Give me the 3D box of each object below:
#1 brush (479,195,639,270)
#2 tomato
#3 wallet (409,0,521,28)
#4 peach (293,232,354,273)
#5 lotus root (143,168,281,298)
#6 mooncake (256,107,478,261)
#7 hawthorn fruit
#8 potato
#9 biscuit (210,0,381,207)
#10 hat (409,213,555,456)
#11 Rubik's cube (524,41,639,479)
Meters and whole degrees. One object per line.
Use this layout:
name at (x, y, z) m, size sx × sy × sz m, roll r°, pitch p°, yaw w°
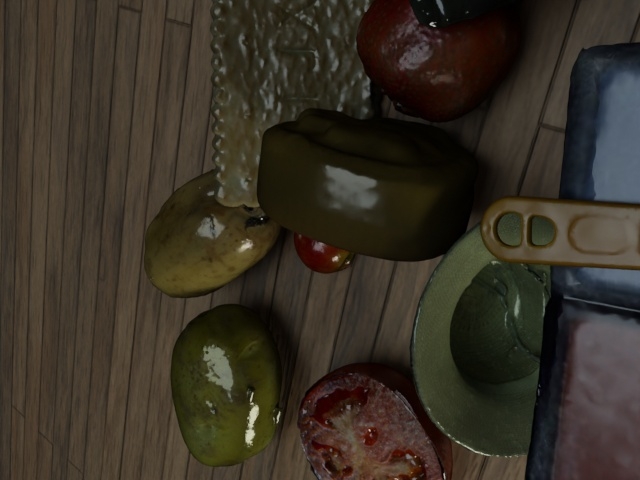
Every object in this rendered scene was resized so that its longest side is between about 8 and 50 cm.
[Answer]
brush at (0.207, 0.001, 0.321) m, size 0.272 × 0.013 × 0.103 m, roll 5°, pitch 98°, yaw 38°
tomato at (0.078, 0.261, 0.841) m, size 0.224 × 0.085 × 0.225 m, roll 10°, pitch 108°, yaw 33°
wallet at (0.175, -0.293, 0.579) m, size 0.052 × 0.245 × 0.169 m, roll 102°, pitch 146°, yaw -76°
peach at (0.001, 0.001, 0.859) m, size 0.098 × 0.061 × 0.098 m, roll 16°, pitch 116°, yaw 34°
lotus root at (-0.169, -0.007, 0.939) m, size 0.146 × 0.160 × 0.284 m, roll 38°, pitch 136°, yaw -20°
mooncake at (0.056, -0.065, 0.675) m, size 0.234 × 0.234 × 0.117 m, roll 22°, pitch 111°, yaw 33°
hawthorn fruit at (0.133, -0.216, 0.658) m, size 0.194 × 0.157 × 0.157 m, roll -42°, pitch 73°, yaw 21°
potato at (-0.137, 0.213, 0.960) m, size 0.197 × 0.148 × 0.229 m, roll -22°, pitch 84°, yaw 52°
biscuit at (-0.029, -0.199, 0.793) m, size 0.216 × 0.044 × 0.325 m, roll 0°, pitch 102°, yaw 2°
hat at (0.185, 0.076, 0.669) m, size 0.130 × 0.257 × 0.258 m, roll -144°, pitch 52°, yaw -70°
Rubik's cube at (0.347, 0.038, 0.422) m, size 0.316 × 0.313 × 0.319 m, roll 9°, pitch 102°, yaw 36°
